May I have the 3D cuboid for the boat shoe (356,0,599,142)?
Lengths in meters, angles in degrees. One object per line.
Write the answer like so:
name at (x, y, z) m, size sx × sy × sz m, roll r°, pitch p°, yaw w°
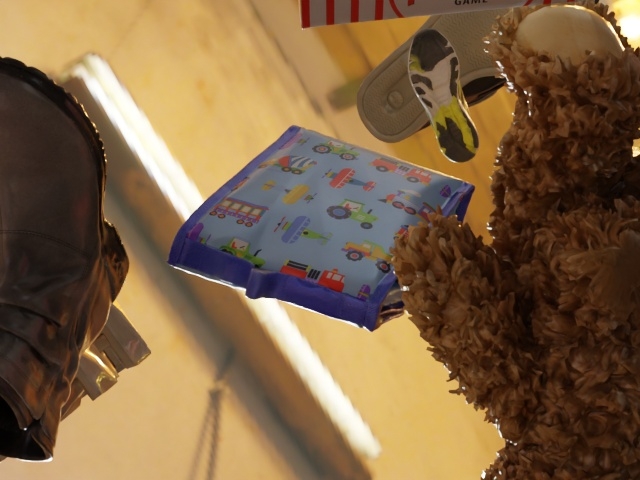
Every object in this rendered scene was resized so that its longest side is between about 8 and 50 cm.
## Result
boat shoe at (0.131, -0.160, 1.111) m, size 0.079 × 0.233 × 0.084 m, roll -21°, pitch -99°, yaw -51°

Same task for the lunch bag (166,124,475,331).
lunch bag at (0.000, 0.000, 1.402) m, size 0.293 × 0.221 × 0.138 m, roll -33°, pitch -41°, yaw -62°

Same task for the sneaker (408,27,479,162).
sneaker at (0.073, -0.087, 0.836) m, size 0.035 × 0.031 × 0.083 m, roll -79°, pitch -27°, yaw -84°

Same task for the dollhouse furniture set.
dollhouse furniture set at (-0.441, 0.146, 1.881) m, size 0.256 × 0.362 × 0.394 m, roll 55°, pitch -163°, yaw -2°

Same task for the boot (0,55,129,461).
boot at (-0.252, 0.028, 1.137) m, size 0.338 × 0.118 × 0.223 m, roll 71°, pitch -153°, yaw -48°

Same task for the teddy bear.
teddy bear at (0.147, 0.040, 0.692) m, size 0.245 × 0.113 × 0.338 m, roll -10°, pitch -91°, yaw -28°

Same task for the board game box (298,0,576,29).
board game box at (0.053, -0.190, 0.643) m, size 0.045 × 0.146 × 0.193 m, roll 88°, pitch 175°, yaw -56°
